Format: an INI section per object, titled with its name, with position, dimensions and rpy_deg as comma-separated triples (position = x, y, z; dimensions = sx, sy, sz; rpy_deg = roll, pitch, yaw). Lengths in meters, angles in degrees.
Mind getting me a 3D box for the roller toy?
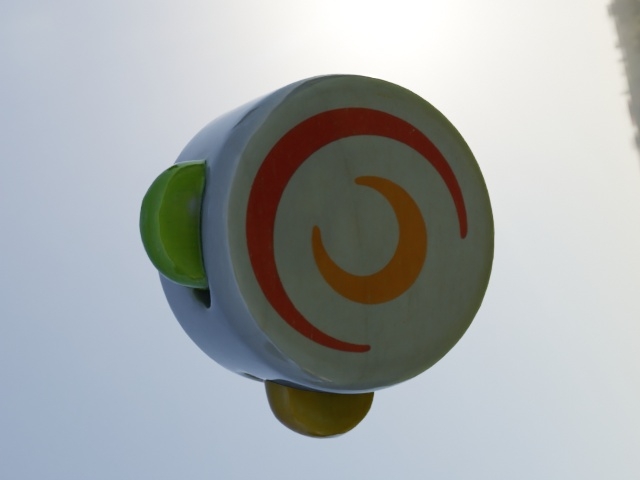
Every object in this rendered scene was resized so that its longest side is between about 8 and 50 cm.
[roller toy]
position = 0.000, 0.000, 0.928
dimensions = 0.209, 0.191, 0.146
rpy_deg = 48, 161, -13
